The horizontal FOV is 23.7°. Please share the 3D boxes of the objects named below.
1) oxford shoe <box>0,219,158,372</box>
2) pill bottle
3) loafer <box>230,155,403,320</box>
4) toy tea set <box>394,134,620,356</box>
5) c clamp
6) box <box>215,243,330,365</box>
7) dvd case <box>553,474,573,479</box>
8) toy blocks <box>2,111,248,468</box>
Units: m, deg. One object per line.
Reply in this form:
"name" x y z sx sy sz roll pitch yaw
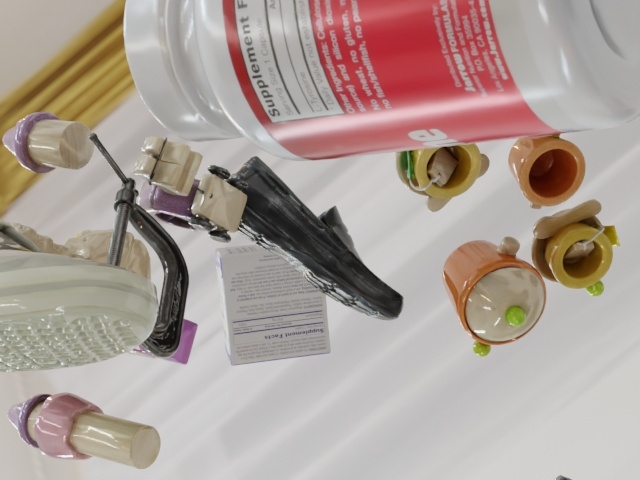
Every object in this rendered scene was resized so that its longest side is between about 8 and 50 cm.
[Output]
"oxford shoe" -0.280 0.023 1.046 0.449 0.130 0.169 -4 162 45
"pill bottle" 0.051 -0.183 1.214 0.229 0.408 0.229 8 -100 -55
"loafer" 0.000 0.000 1.548 0.223 0.078 0.076 37 166 -9
"toy tea set" 0.192 -0.043 1.521 0.336 0.200 0.124 66 174 -28
"c clamp" -0.149 0.012 1.199 0.137 0.022 0.160 49 -155 -36
"box" -0.059 0.074 1.871 0.072 0.126 0.137 -145 49 -76
"dvd case" 0.099 0.253 0.966 0.030 0.179 0.238 30 160 10
"toy blocks" -0.282 0.029 1.438 0.260 0.309 0.288 7 163 38
